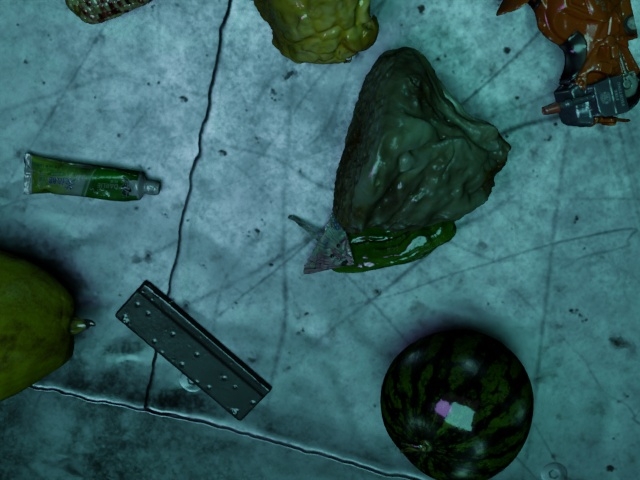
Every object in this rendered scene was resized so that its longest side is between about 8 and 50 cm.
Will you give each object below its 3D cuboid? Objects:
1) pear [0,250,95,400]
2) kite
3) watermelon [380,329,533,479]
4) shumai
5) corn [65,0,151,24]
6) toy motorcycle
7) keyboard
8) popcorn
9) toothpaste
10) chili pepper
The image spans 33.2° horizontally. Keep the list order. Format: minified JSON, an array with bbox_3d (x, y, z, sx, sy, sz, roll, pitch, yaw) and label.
[{"bbox_3d":[-0.583,0.152,1.869,0.375,0.287,0.287,-2,107,-12],"label":"pear"},{"bbox_3d":[0.000,0.000,1.863,0.157,0.011,0.139,38,108,25],"label":"kite"},{"bbox_3d":[0.239,0.285,1.844,0.269,0.269,0.269,1,106,5],"label":"watermelon"},{"bbox_3d":[0.176,-0.131,1.715,0.263,0.304,0.309,16,109,-11],"label":"shumai"},{"bbox_3d":[-0.304,-0.428,1.765,0.253,0.086,0.086,-25,102,12],"label":"corn"},{"bbox_3d":[0.399,-0.330,1.708,0.221,0.148,0.325,-17,99,-14],"label":"toy motorcycle"},{"bbox_3d":[-0.232,0.203,1.975,0.310,0.018,0.101,41,107,-7],"label":"keyboard"},{"bbox_3d":[-0.011,-0.392,1.681,0.190,0.250,0.250,-32,104,-27],"label":"popcorn"},{"bbox_3d":[-0.404,-0.105,1.888,0.248,0.047,0.078,7,105,5],"label":"toothpaste"},{"bbox_3d":[0.134,-0.002,1.855,0.257,0.100,0.074,-16,132,7],"label":"chili pepper"}]
